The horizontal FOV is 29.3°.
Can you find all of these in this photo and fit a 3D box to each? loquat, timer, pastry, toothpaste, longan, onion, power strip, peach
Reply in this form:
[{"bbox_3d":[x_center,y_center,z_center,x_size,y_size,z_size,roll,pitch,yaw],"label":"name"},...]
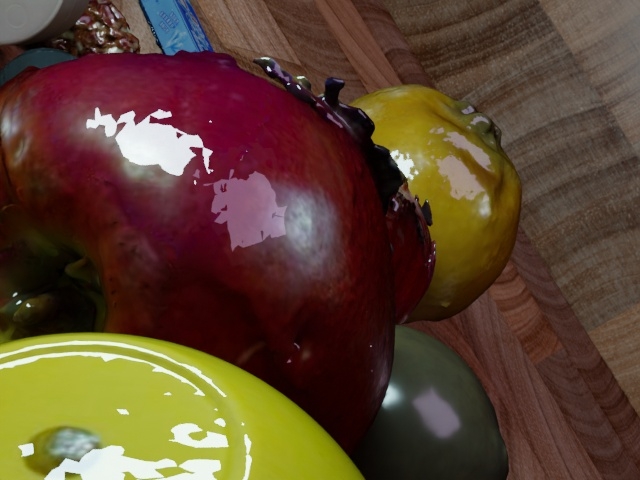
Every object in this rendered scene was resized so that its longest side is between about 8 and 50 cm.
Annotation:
[{"bbox_3d":[0.117,-0.047,1.662,0.328,0.328,0.328,48,20,-24],"label":"loquat"},{"bbox_3d":[-0.117,0.248,0.623,0.376,0.376,0.387,-93,-172,-57],"label":"timer"},{"bbox_3d":[-0.286,-0.255,1.337,0.208,0.097,0.115,48,10,-20],"label":"pastry"},{"bbox_3d":[-0.170,-0.241,1.659,0.066,0.053,0.272,19,40,-61],"label":"toothpaste"},{"bbox_3d":[0.062,0.202,1.187,0.258,0.258,0.258,48,20,-24],"label":"longan"},{"bbox_3d":[0.000,0.000,1.395,0.276,0.276,0.276,48,20,-24],"label":"onion"},{"bbox_3d":[-0.307,-0.267,1.217,0.154,0.154,0.078,56,16,-2],"label":"power strip"},{"bbox_3d":[-0.109,0.042,0.940,0.416,0.339,0.353,-9,96,-72],"label":"peach"}]

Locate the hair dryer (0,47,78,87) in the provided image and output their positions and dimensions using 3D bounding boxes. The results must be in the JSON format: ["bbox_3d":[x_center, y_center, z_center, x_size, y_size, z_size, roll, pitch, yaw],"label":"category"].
[{"bbox_3d":[-0.328,-0.140,1.054,0.352,0.107,0.189,31,28,-41],"label":"hair dryer"}]
